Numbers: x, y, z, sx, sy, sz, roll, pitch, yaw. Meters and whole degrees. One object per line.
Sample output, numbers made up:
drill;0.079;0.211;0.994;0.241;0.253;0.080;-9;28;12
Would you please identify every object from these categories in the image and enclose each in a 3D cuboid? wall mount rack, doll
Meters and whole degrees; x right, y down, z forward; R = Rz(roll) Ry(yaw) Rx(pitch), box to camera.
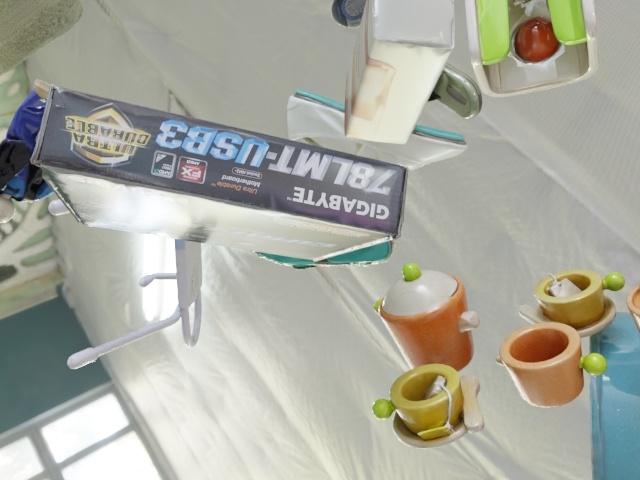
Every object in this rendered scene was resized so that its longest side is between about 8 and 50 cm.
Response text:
wall mount rack;-0.252;0.014;0.891;0.304;0.130;0.350;-89;178;-72
doll;-0.372;-0.106;0.780;0.189;0.129;0.046;-58;-138;12

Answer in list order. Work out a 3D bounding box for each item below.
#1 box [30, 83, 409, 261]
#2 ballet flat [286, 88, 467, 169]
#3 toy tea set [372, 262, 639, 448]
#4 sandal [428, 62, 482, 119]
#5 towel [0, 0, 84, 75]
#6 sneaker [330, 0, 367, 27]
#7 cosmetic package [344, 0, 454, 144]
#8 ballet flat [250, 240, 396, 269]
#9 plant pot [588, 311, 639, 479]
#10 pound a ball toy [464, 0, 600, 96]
box;-0.102;-0.042;0.623;0.293;0.295;0.074;162;-63;-74
ballet flat;0.106;-0.210;1.322;0.400;0.139;0.139;20;-49;17
toy tea set;0.199;0.068;0.613;0.200;0.335;0.124;-84;153;-70
sandal;0.244;-0.367;1.436;0.303;0.086;0.120;45;-20;41
towel;-0.266;-0.187;0.512;0.027;0.148;0.110;41;-19;17
sneaker;0.141;-0.601;1.437;0.111;0.297;0.129;62;-2;-27
cosmetic package;0.125;-0.307;1.086;0.296;0.129;0.153;109;-14;-67
ballet flat;0.000;0.000;1.004;0.077;0.240;0.091;-92;-171;-70
plant pot;0.434;0.210;0.670;0.255;0.271;0.272;-2;-68;25
pound a ball toy;0.267;-0.293;0.683;0.208;0.135;0.320;-8;-105;23
